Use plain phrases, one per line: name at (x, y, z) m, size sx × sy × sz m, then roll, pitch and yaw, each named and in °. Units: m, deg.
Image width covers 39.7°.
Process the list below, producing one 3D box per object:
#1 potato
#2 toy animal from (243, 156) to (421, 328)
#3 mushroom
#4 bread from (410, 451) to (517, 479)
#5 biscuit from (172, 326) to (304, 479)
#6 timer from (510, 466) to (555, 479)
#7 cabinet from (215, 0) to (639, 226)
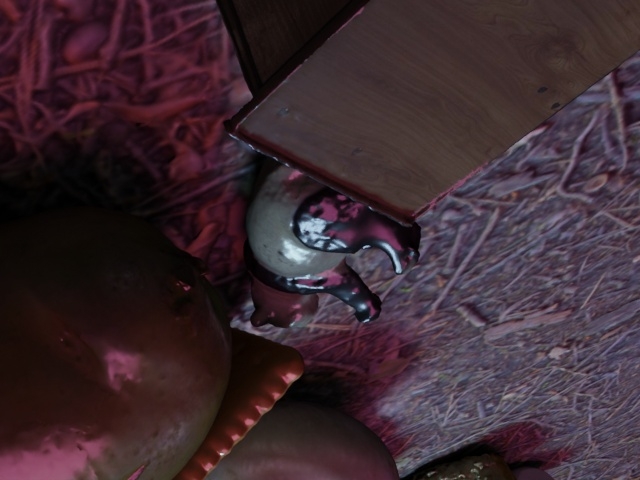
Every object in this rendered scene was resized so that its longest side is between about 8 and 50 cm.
potato at (-0.217, 0.108, 0.596) m, size 0.326 × 0.221 × 0.243 m, roll -21°, pitch 150°, yaw -11°
toy animal at (0.000, 0.000, 0.677) m, size 0.121 × 0.094 × 0.225 m, roll 0°, pitch 151°, yaw -13°
mushroom at (-0.032, 0.300, 0.944) m, size 0.243 × 0.243 × 0.243 m, roll -14°, pitch 146°, yaw -10°
bread at (0.191, 0.411, 1.329) m, size 0.245 × 0.121 × 0.174 m, roll -33°, pitch 143°, yaw 13°
biscuit at (-0.132, 0.164, 0.715) m, size 0.249 × 0.160 × 0.030 m, roll -44°, pitch 114°, yaw -20°
timer at (0.315, 0.427, 1.443) m, size 0.136 × 0.099 × 0.136 m, roll -3°, pitch 147°, yaw -2°
cabinet at (0.050, -0.151, 0.417) m, size 0.215 × 0.175 × 0.148 m, roll -39°, pitch 142°, yaw 26°
